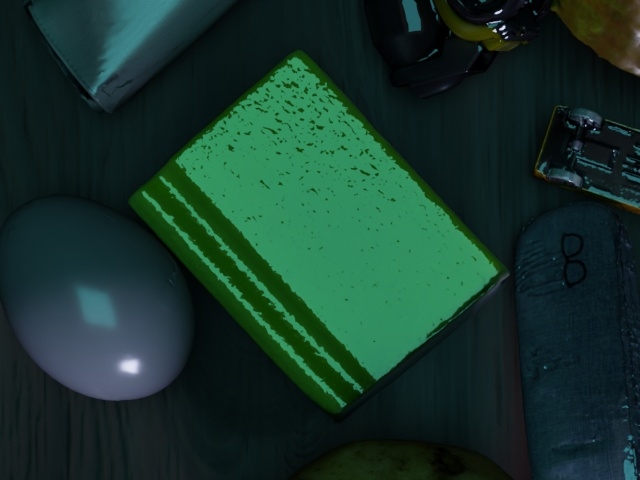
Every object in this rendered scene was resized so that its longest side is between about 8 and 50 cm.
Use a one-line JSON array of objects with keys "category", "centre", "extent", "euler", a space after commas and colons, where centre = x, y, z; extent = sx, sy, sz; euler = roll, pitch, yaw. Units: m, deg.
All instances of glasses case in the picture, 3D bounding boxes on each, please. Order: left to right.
[{"category": "glasses case", "centre": [-0.117, -0.253, 1.614], "extent": [0.308, 0.083, 0.128], "euler": [-43, 83, -1]}, {"category": "glasses case", "centre": [0.225, 0.103, 1.578], "extent": [0.109, 0.067, 0.282], "euler": [-15, 66, 34]}]

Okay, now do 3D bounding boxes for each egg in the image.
[{"category": "egg", "centre": [-0.193, 0.047, 1.570], "extent": [0.146, 0.146, 0.199], "euler": [-40, 89, -2]}]

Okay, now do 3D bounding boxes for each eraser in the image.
[{"category": "eraser", "centre": [0.000, 0.000, 1.604], "extent": [0.210, 0.092, 0.274], "euler": [-41, 88, -1]}]

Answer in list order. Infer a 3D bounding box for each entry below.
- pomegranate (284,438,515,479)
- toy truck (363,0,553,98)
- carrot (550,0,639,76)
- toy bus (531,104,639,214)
[{"category": "pomegranate", "centre": [0.073, 0.298, 1.515], "extent": [0.281, 0.281, 0.281], "euler": [0, 88, -1]}, {"category": "toy truck", "centre": [0.095, -0.248, 1.596], "extent": [0.165, 0.147, 0.224], "euler": [-27, 86, 22]}, {"category": "carrot", "centre": [0.313, -0.285, 1.537], "extent": [0.241, 0.341, 0.241], "euler": [8, 52, -10]}, {"category": "toy bus", "centre": [0.270, -0.059, 1.617], "extent": [0.162, 0.074, 0.069], "euler": [19, 81, 2]}]
